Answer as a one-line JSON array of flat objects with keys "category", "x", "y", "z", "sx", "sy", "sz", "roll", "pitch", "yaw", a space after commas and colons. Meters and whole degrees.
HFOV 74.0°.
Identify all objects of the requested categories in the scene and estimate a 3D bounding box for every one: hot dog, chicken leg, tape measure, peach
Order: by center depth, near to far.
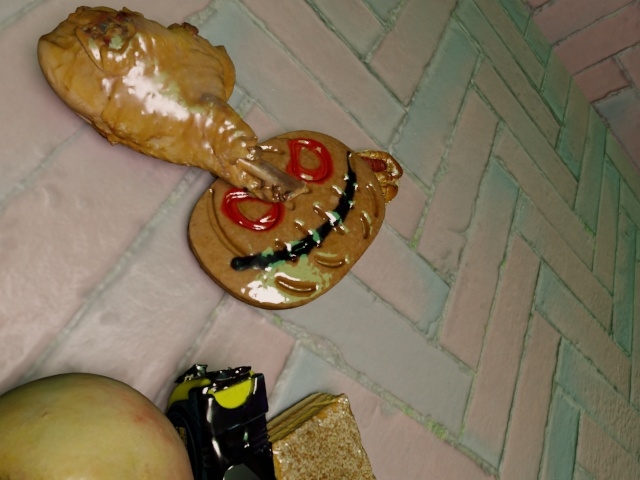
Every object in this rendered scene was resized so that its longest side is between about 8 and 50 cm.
[{"category": "peach", "x": -0.271, "y": 0.290, "z": 0.432, "sx": 0.293, "sy": 0.247, "sz": 0.292, "roll": 21, "pitch": 41, "yaw": -20}, {"category": "tape measure", "x": -0.140, "y": 0.266, "z": 0.575, "sx": 0.112, "sy": 0.186, "sz": 0.198, "roll": 3, "pitch": 72, "yaw": -41}, {"category": "chicken leg", "x": -0.182, "y": -0.213, "z": 0.665, "sx": 0.410, "sy": 0.182, "sz": 0.295, "roll": 34, "pitch": 40, "yaw": -10}, {"category": "hot dog", "x": 0.077, "y": -0.142, "z": 0.913, "sx": 0.253, "sy": 0.069, "sz": 0.131, "roll": 2, "pitch": 77, "yaw": -35}]

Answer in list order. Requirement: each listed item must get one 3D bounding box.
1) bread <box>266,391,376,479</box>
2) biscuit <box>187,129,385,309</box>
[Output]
[{"category": "bread", "x": -0.008, "y": 0.391, "z": 0.687, "sx": 0.184, "sy": 0.111, "sz": 0.234, "roll": -18, "pitch": 88, "yaw": -45}, {"category": "biscuit", "x": -0.058, "y": -0.063, "z": 0.741, "sx": 0.314, "sy": 0.063, "sz": 0.367, "roll": 43, "pitch": 62, "yaw": 1}]
